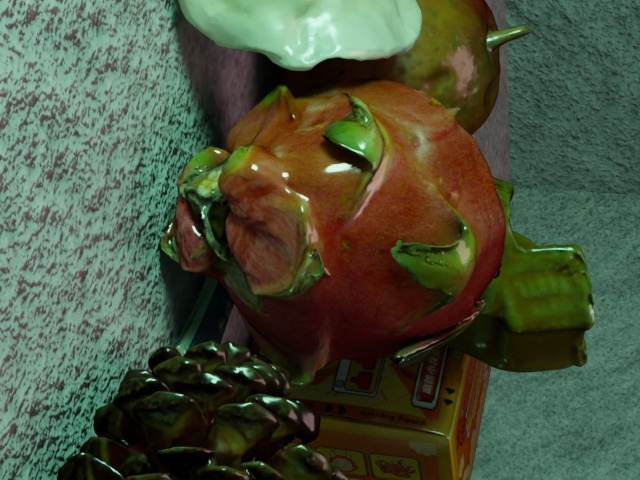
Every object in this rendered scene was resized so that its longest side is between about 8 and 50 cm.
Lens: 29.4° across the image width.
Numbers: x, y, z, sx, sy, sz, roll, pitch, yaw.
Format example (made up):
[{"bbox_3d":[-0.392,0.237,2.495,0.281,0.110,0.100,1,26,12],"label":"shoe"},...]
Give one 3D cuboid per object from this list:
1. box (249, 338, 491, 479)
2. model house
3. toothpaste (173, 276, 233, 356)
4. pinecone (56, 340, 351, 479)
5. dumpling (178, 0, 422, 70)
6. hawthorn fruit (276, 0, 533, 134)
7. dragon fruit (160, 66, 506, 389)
[{"bbox_3d":[0.061,0.155,1.462,0.214,0.259,0.284,76,24,-47],"label":"box"},{"bbox_3d":[0.175,0.003,1.285,0.173,0.268,0.239,-61,161,-26],"label":"model house"},{"bbox_3d":[-0.105,0.058,1.241,0.057,0.034,0.197,51,41,-33],"label":"toothpaste"},{"bbox_3d":[-0.087,0.203,0.984,0.292,0.246,0.246,-89,175,-58],"label":"pinecone"},{"bbox_3d":[0.008,-0.283,1.176,0.318,0.242,0.187,-52,176,-45],"label":"dumpling"},{"bbox_3d":[0.100,-0.204,1.416,0.277,0.298,0.277,-9,90,-77],"label":"hawthorn fruit"},{"bbox_3d":[0.000,0.000,1.142,0.225,0.305,0.306,-30,127,-46],"label":"dragon fruit"}]
